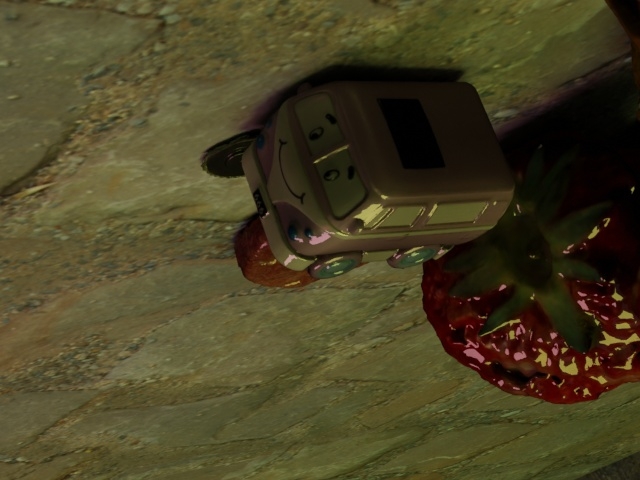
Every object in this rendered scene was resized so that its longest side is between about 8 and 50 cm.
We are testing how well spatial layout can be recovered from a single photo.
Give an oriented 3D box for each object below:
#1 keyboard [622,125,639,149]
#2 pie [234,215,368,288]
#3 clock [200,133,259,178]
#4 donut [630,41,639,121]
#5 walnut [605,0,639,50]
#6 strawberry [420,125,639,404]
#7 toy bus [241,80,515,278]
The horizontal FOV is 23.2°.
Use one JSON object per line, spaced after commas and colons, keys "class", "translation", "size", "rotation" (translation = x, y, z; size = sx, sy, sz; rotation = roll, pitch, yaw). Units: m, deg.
{"class": "keyboard", "translation": [0.366, -0.125, 1.618], "size": [0.072, 0.023, 0.231], "rotation": [-19, 163, -18]}
{"class": "pie", "translation": [0.000, 0.000, 1.604], "size": [0.182, 0.049, 0.182], "rotation": [-15, 159, -6]}
{"class": "clock", "translation": [-0.068, -0.074, 1.397], "size": [0.074, 0.010, 0.083], "rotation": [-23, 160, 13]}
{"class": "donut", "translation": [0.391, -0.185, 1.358], "size": [0.272, 0.107, 0.272], "rotation": [-12, 164, -3]}
{"class": "walnut", "translation": [0.348, -0.207, 1.113], "size": [0.336, 0.209, 0.209], "rotation": [-12, 162, -37]}
{"class": "strawberry", "translation": [0.267, 0.036, 1.590], "size": [0.292, 0.292, 0.310], "rotation": [-29, 142, 30]}
{"class": "toy bus", "translation": [0.049, -0.059, 1.343], "size": [0.202, 0.142, 0.142], "rotation": [-4, 157, -38]}
